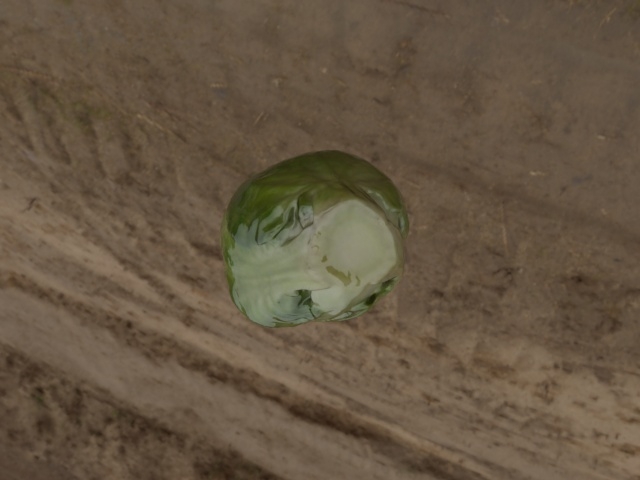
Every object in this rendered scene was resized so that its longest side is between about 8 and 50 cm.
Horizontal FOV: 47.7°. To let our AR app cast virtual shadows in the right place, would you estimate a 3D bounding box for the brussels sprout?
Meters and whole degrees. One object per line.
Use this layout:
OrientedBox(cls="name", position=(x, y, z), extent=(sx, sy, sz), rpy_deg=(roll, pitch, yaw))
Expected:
OrientedBox(cls="brussels sprout", position=(0.000, 0.000, 0.846), extent=(0.271, 0.219, 0.210), rpy_deg=(-171, 73, -71))
